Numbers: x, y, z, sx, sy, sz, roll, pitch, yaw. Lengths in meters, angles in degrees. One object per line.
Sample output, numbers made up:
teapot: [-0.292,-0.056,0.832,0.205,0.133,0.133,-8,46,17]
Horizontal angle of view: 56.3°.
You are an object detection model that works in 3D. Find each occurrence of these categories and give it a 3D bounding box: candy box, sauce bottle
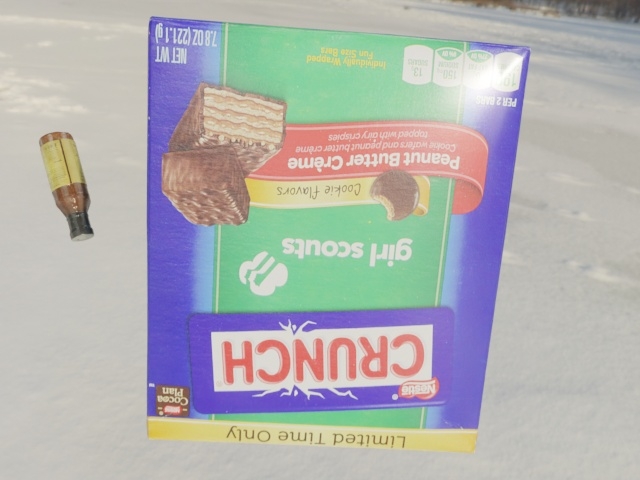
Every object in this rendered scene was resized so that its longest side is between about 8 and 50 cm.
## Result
candy box: [0.000,0.000,0.486,0.267,0.318,0.122,3,14,-4]
sauce bottle: [-0.295,-0.062,0.699,0.042,0.128,0.042,-16,-10,-3]
